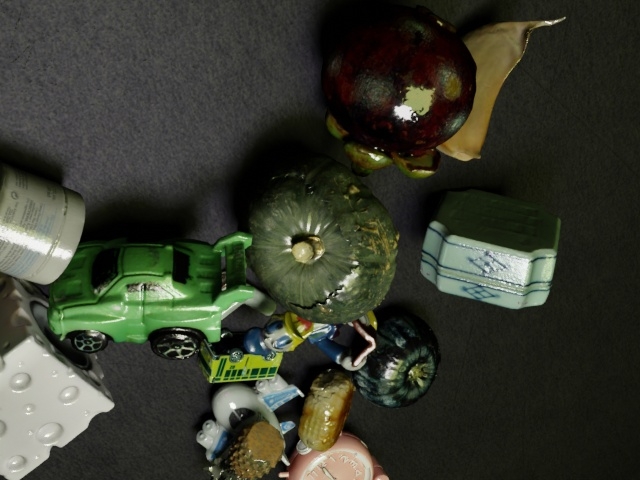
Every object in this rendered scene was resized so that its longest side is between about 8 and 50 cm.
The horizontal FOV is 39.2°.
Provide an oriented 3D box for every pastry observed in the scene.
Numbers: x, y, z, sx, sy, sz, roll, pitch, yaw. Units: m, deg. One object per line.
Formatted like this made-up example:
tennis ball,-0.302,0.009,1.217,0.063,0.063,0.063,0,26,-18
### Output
pastry,0.019,0.402,2.130,0.182,0.093,0.192,-38,142,-66

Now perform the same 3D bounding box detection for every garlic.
garlic,0.327,-0.321,1.804,0.338,0.196,0.151,-58,144,1

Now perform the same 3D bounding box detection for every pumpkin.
pumpkin,0.000,0.000,1.726,0.291,0.328,0.257,-57,168,16
pumpkin,0.179,0.283,2.132,0.233,0.163,0.233,-21,123,-35

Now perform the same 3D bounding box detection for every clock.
clock,0.016,0.574,2.272,0.227,0.142,0.241,-39,122,-1

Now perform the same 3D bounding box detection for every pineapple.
pineapple,-0.178,0.497,1.994,0.125,0.125,0.251,5,140,-32

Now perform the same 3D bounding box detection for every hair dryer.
hair dryer,-0.205,0.163,1.928,0.183,0.044,0.155,-46,130,12

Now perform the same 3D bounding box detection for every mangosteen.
mangosteen,0.137,-0.279,1.652,0.311,0.311,0.311,-15,127,-21

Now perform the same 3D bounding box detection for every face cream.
face cream,-0.510,-0.029,1.528,0.153,0.177,0.177,26,106,-37

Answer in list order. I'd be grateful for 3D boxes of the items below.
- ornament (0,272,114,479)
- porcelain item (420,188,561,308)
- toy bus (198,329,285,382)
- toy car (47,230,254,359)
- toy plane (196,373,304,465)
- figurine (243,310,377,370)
ornament,-0.563,0.241,1.638,0.240,0.240,0.239,-39,131,0
porcelain item,0.374,0.018,1.963,0.286,0.281,0.157,13,118,11
toy bus,-0.178,0.255,1.967,0.175,0.088,0.101,1,123,-32
toy car,-0.307,0.082,1.630,0.359,0.213,0.176,4,140,-10
toy plane,-0.156,0.418,2.070,0.267,0.122,0.266,-13,124,-21
figurine,0.001,0.194,1.893,0.339,0.283,0.204,-15,119,-25
